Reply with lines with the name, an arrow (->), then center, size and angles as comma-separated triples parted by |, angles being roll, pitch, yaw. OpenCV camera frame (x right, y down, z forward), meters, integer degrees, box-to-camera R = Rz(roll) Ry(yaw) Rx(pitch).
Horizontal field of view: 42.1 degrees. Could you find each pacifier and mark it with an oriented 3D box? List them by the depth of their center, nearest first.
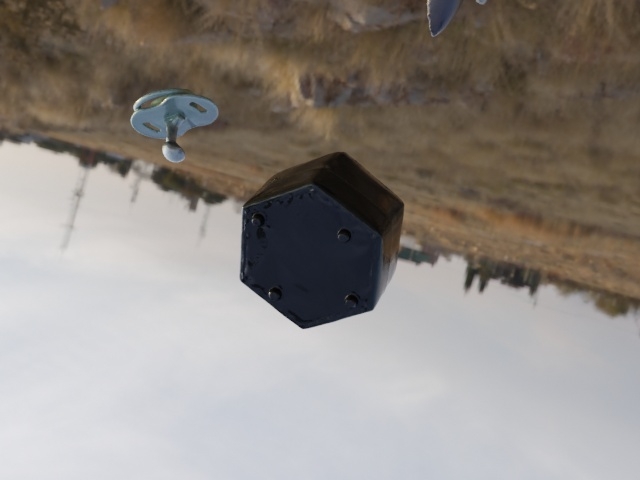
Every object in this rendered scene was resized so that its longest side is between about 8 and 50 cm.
pacifier -> -0.240, -0.184, 1.346 | 0.150, 0.117, 0.127 | -13, 155, 20

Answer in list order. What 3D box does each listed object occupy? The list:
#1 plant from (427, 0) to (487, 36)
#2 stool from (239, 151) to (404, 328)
plant -> 0.176, -0.423, 1.018 | 0.194, 0.321, 0.181 | 0, -136, -42
stool -> 0.000, 0.000, 1.168 | 0.232, 0.232, 0.141 | 16, -152, 13
